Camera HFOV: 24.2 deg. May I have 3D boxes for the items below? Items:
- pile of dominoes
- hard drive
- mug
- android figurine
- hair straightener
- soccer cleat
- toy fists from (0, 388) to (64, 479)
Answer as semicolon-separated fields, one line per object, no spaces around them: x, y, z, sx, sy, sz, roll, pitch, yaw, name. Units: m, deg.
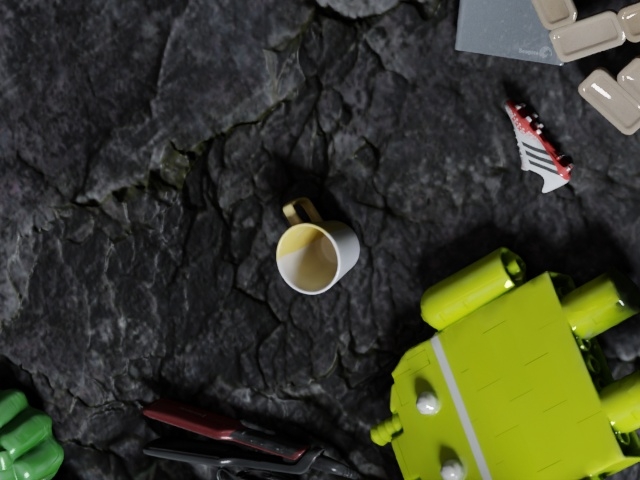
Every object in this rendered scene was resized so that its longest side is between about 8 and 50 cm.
0.289;-0.193;1.128;0.251;0.040;0.196;-15;112;32;pile of dominoes
0.161;-0.214;1.201;0.094;0.022;0.135;12;107;25;hard drive
0.003;0.002;1.310;0.062;0.064;0.078;5;104;27;mug
0.157;0.137;1.236;0.273;0.056;0.248;-31;66;30;android figurine
-0.066;0.216;1.415;0.230;0.047;0.089;10;107;21;hair straightener
0.172;-0.077;1.224;0.035;0.029;0.083;-39;87;25;soccer cleat
-0.305;0.272;1.519;0.142;0.096;0.279;-32;84;29;toy fists
